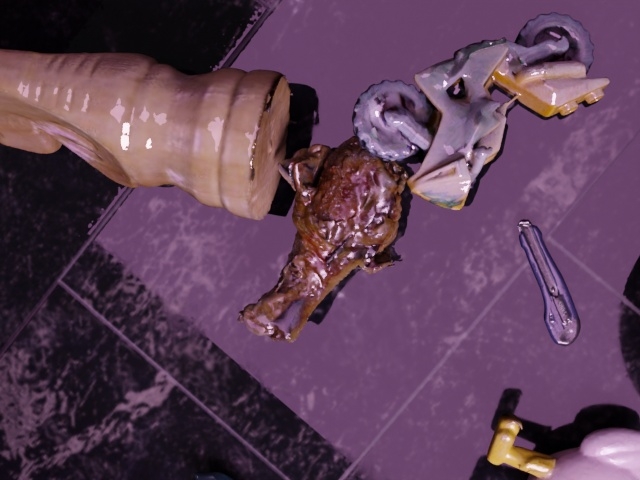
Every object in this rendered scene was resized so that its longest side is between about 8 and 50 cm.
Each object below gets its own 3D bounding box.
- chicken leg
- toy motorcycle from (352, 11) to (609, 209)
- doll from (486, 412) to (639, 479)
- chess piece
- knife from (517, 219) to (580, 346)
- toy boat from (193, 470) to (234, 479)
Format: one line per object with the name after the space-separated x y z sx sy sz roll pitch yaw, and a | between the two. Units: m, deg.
0.008 0.002 1.068 0.125 0.080 0.196 15 91 -3 | chicken leg
0.146 -0.108 1.036 0.229 0.094 0.129 -24 77 -10 | toy motorcycle
0.312 0.261 1.032 0.365 0.094 0.160 20 99 9 | doll
-0.182 -0.111 1.078 0.301 0.137 0.137 12 95 8 | chess piece
0.204 0.038 1.077 0.031 0.018 0.121 -23 87 8 | knife
-0.076 0.273 1.117 0.060 0.055 0.141 -35 87 3 | toy boat
